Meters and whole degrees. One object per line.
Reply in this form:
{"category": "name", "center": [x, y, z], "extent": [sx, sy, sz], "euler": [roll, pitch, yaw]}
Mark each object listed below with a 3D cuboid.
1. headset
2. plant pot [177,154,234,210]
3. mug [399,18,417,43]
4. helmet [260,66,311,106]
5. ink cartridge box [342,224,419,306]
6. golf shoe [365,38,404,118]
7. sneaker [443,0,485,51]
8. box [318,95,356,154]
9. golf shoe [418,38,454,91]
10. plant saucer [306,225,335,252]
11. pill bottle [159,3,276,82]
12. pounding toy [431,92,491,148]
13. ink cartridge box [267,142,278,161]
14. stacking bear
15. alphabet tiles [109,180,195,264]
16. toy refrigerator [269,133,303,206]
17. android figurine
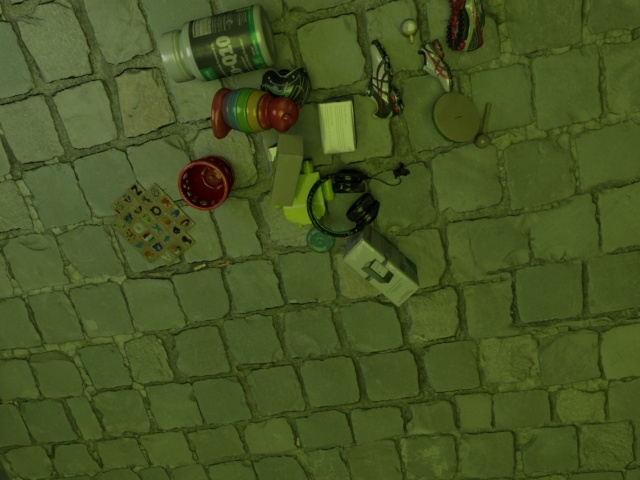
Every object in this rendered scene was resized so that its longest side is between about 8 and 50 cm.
{"category": "headset", "center": [0.141, -0.166, 1.871], "extent": [0.394, 0.185, 0.243], "euler": [-29, 98, -7]}
{"category": "plant pot", "center": [-0.425, -0.226, 1.923], "extent": [0.191, 0.174, 0.191], "euler": [2, 110, 5]}
{"category": "mug", "center": [0.310, -0.723, 1.721], "extent": [0.078, 0.064, 0.062], "euler": [43, 108, -10]}
{"category": "helmet", "center": [-0.116, -0.537, 1.784], "extent": [0.162, 0.169, 0.169], "euler": [20, 112, 16]}
{"category": "ink cartridge box", "center": [0.235, 0.086, 1.953], "extent": [0.289, 0.211, 0.121], "euler": [40, 111, -8]}
{"category": "golf shoe", "center": [0.206, -0.562, 1.774], "extent": [0.120, 0.105, 0.272], "euler": [-14, 108, 18]}
{"category": "sneaker", "center": [0.491, -0.784, 1.666], "extent": [0.112, 0.121, 0.299], "euler": [-7, 111, -23]}
{"category": "box", "center": [0.066, -0.413, 1.799], "extent": [0.119, 0.181, 0.181], "euler": [-4, 109, 7]}
{"category": "golf shoe", "center": [0.405, -0.597, 1.752], "extent": [0.086, 0.067, 0.186], "euler": [-22, 89, 20]}
{"category": "plant saucer", "center": [0.000, 0.000, 2.045], "extent": [0.119, 0.021, 0.119], "euler": [2, 111, 5]}
{"category": "pill bottle", "center": [-0.350, -0.668, 1.736], "extent": [0.361, 0.204, 0.204], "euler": [-10, 109, 10]}
{"category": "pounding toy", "center": [0.483, -0.416, 1.797], "extent": [0.237, 0.110, 0.182], "euler": [8, 78, -18]}
{"category": "ink cartridge box", "center": [-0.133, -0.336, 1.874], "extent": [0.099, 0.135, 0.056], "euler": [-9, 106, 9]}
{"category": "stacking bear", "center": [-0.210, -0.435, 1.714], "extent": [0.289, 0.175, 0.164], "euler": [9, 124, 23]}
{"category": "alphabet tiles", "center": [-0.700, -0.068, 2.099], "extent": [0.285, 0.011, 0.342], "euler": [-39, 102, 17]}
{"category": "toy refrigerator", "center": [-0.127, -0.245, 1.793], "extent": [0.094, 0.102, 0.269], "euler": [4, 145, -9]}
{"category": "android figurine", "center": [-0.070, -0.178, 1.968], "extent": [0.248, 0.056, 0.272], "euler": [-9, 107, 9]}
